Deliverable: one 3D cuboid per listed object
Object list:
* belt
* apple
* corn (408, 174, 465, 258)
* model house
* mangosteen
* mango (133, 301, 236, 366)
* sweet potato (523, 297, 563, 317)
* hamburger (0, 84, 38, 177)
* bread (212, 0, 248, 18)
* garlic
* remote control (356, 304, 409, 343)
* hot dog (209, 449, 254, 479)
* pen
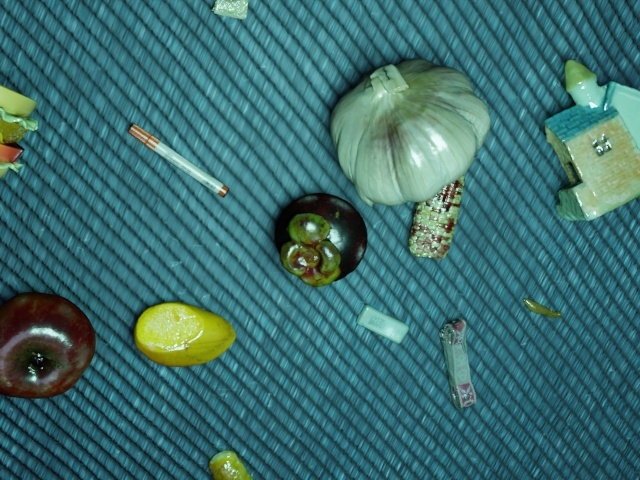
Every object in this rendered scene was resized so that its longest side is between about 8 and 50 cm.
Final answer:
[{"bbox_3d":[0.325,0.292,1.491,0.053,0.071,0.231,-14,107,-11],"label":"belt"},{"bbox_3d":[-0.573,0.209,1.276,0.234,0.234,0.233,-2,103,-7],"label":"apple"},{"bbox_3d":[0.261,-0.098,1.379,0.098,0.098,0.289,9,98,-9],"label":"corn"},{"bbox_3d":[0.601,-0.239,1.365,0.267,0.194,0.324,-27,91,4],"label":"model house"},{"bbox_3d":[0.000,0.000,1.313,0.210,0.210,0.209,-2,103,-7],"label":"mangosteen"},{"bbox_3d":[-0.295,0.206,1.376,0.217,0.102,0.141,2,79,-11],"label":"mango"},{"bbox_3d":[0.533,0.168,1.509,0.115,0.026,0.026,24,99,-14],"label":"sweet potato"},{"bbox_3d":[-0.672,-0.210,1.142,0.275,0.274,0.212,24,92,-12],"label":"hamburger"},{"bbox_3d":[-0.176,-0.492,1.262,0.070,0.035,0.083,13,98,-11],"label":"bread"},{"bbox_3d":[0.175,-0.219,1.251,0.322,0.241,0.321,-1,88,17],"label":"garlic"},{"bbox_3d":[0.146,0.197,1.469,0.125,0.018,0.053,27,97,-13],"label":"remote control"},{"bbox_3d":[-0.171,0.627,1.507,0.088,0.061,0.285,-37,106,-10],"label":"hot dog"},{"bbox_3d":[-0.297,-0.167,1.323,0.239,0.028,0.028,35,96,-13],"label":"pen"}]
